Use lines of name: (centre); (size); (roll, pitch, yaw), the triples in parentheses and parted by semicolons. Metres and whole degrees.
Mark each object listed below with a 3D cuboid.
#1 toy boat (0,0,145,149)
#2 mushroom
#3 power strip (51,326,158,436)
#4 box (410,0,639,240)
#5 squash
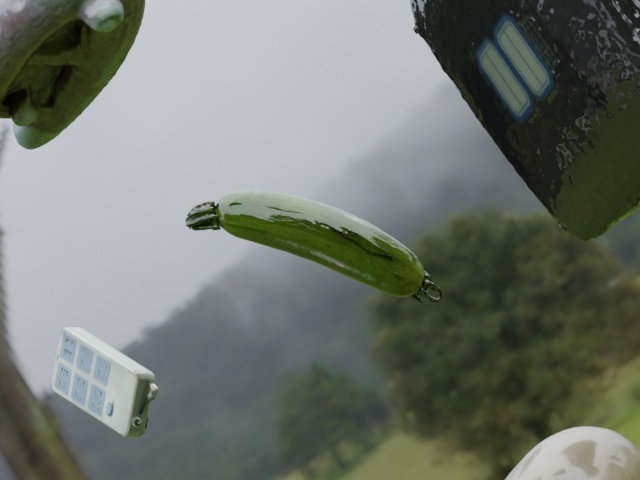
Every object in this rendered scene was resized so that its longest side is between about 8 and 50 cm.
toy boat: (-0.221, -0.151, 1.598); (0.155, 0.085, 0.227); (1, -44, -46)
mushroom: (0.263, 0.293, 1.919); (0.204, 0.204, 0.204); (-33, -6, -4)
power strip: (-0.252, 0.163, 2.253); (0.035, 0.081, 0.192); (4, 13, -38)
box: (0.234, -0.197, 1.932); (0.091, 0.359, 0.350); (-32, -13, -21)
squash: (0.000, -0.003, 2.298); (0.071, 0.318, 0.080); (-53, -19, -85)
